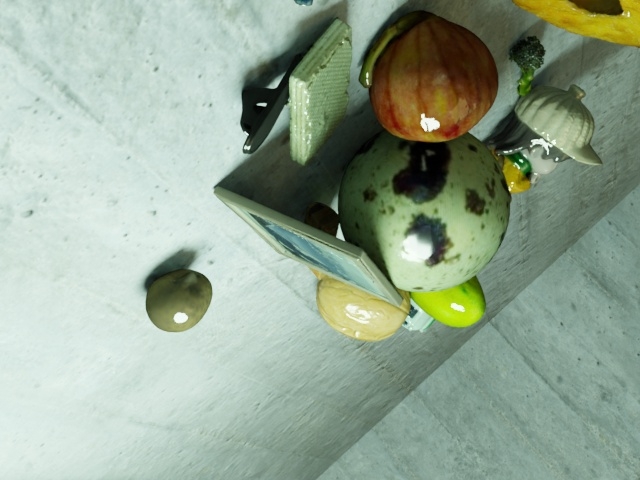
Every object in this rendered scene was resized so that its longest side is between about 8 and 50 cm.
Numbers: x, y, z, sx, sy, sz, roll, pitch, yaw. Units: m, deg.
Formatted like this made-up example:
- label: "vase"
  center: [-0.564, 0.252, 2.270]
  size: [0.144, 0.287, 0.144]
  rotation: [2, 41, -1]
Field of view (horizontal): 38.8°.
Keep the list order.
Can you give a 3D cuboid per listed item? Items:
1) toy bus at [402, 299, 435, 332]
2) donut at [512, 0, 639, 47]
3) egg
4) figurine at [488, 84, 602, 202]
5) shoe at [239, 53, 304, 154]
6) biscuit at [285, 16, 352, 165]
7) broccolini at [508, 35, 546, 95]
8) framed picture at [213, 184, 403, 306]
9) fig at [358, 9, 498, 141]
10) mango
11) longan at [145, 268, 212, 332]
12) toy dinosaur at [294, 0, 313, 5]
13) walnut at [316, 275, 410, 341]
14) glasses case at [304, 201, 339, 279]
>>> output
- label: "toy bus"
  center: [0.255, 0.071, 2.096]
  size: [0.133, 0.165, 0.276]
  rotation: [-12, 144, -55]
- label: "donut"
  center: [0.422, -0.389, 1.349]
  size: [0.303, 0.302, 0.110]
  rotation: [17, 91, -66]
- label: "egg"
  center: [0.175, -0.056, 1.526]
  size: [0.287, 0.287, 0.379]
  rotation: [-46, 167, 9]
- label: "figurine"
  center: [0.412, -0.191, 1.893]
  size: [0.332, 0.205, 0.185]
  rotation: [-23, -155, 10]
- label: "shoe"
  center: [-0.075, -0.184, 1.186]
  size: [0.159, 0.053, 0.062]
  rotation: [-59, 176, -17]
- label: "biscuit"
  center: [0.000, -0.198, 1.247]
  size: [0.121, 0.040, 0.199]
  rotation: [-53, 165, -22]
- label: "broccolini"
  center: [0.388, -0.320, 1.745]
  size: [0.058, 0.067, 0.216]
  rotation: [-37, 168, -4]
- label: "framed picture"
  center: [-0.008, 0.016, 1.423]
  size: [0.022, 0.247, 0.335]
  rotation: [-63, 161, -8]
- label: "fig"
  center: [0.159, -0.239, 1.329]
  size: [0.205, 0.205, 0.205]
  rotation: [-36, 158, -17]
- label: "mango"
  center: [0.240, 0.068, 1.913]
  size: [0.149, 0.273, 0.185]
  rotation: [-29, 165, -9]
- label: "longan"
  center: [-0.216, 0.089, 1.393]
  size: [0.113, 0.092, 0.113]
  rotation: [-34, 156, -17]
- label: "toy dinosaur"
  center: [0.035, -0.361, 1.012]
  size: [0.247, 0.075, 0.188]
  rotation: [-15, 139, -40]
- label: "walnut"
  center: [0.086, 0.124, 1.861]
  size: [0.165, 0.197, 0.165]
  rotation: [-62, -174, 11]
- label: "glasses case"
  center: [0.000, 0.000, 1.642]
  size: [0.041, 0.065, 0.170]
  rotation: [-34, 157, -23]
